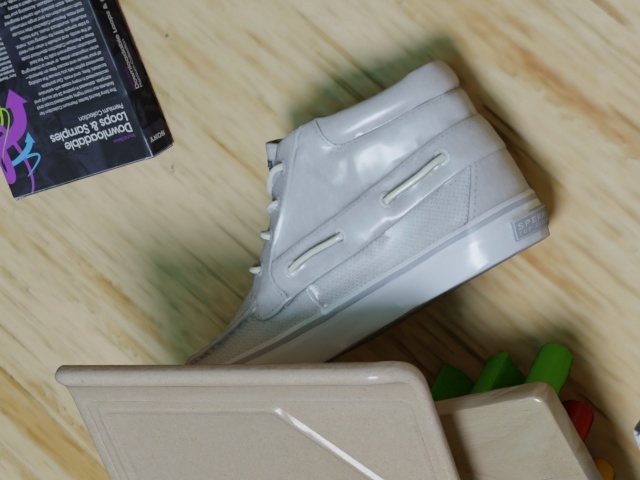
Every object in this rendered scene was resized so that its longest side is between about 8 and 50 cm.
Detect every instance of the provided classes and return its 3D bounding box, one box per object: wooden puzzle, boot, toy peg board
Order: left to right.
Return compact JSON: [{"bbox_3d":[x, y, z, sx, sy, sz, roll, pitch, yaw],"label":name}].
[{"bbox_3d":[-0.012,0.149,1.095,0.221,0.044,0.239,-2,128,29],"label":"wooden puzzle"},{"bbox_3d":[0.000,0.000,1.098,0.258,0.095,0.123,-31,85,28],"label":"boot"},{"bbox_3d":[0.101,0.138,1.107,0.161,0.079,0.161,-14,118,34],"label":"toy peg board"}]

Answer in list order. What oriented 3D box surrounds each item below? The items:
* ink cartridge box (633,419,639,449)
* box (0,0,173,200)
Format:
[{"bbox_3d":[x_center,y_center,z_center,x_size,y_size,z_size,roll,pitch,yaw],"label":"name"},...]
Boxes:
[{"bbox_3d":[0.276,0.159,0.995,0.158,0.092,0.218,-17,103,33],"label":"ink cartridge box"},{"bbox_3d":[-0.166,-0.113,1.171,0.116,0.029,0.162,-14,101,34],"label":"box"}]
